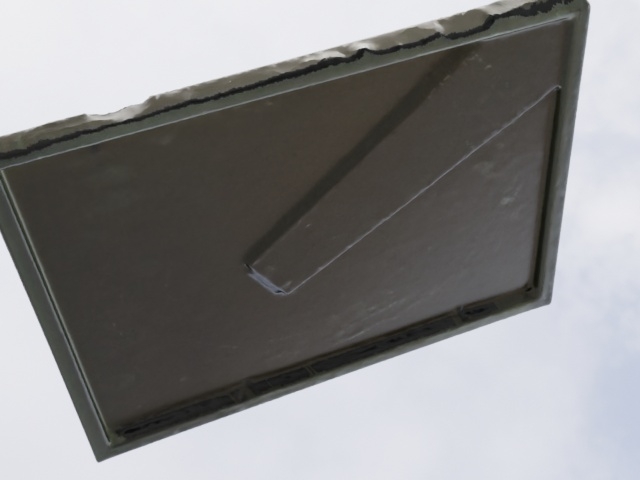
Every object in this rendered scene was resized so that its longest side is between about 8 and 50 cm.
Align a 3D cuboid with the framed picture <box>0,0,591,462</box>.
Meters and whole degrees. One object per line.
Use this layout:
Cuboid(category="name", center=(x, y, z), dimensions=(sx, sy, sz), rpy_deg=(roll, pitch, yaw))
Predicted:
Cuboid(category="framed picture", center=(0.000, 0.000, 0.456), dimensions=(0.289, 0.016, 0.213), rpy_deg=(-18, -47, -12))
